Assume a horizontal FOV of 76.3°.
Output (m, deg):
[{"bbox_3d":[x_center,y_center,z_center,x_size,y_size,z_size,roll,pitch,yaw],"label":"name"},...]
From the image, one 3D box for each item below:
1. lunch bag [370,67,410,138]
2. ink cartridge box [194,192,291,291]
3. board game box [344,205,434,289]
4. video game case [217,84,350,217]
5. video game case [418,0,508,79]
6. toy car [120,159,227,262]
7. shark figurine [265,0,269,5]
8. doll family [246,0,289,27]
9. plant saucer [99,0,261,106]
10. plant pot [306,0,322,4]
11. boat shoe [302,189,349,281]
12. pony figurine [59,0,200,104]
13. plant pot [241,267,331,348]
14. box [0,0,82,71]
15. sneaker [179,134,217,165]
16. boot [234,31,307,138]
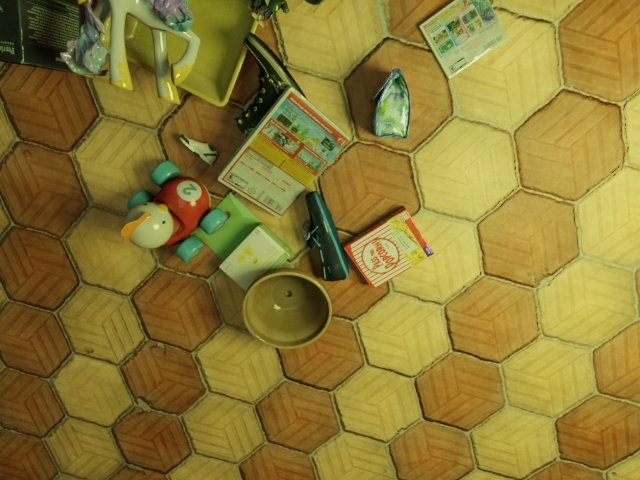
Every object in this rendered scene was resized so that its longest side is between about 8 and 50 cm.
[{"bbox_3d":[0.166,-0.319,0.959,0.096,0.129,0.151,5,107,2],"label":"lunch bag"},{"bbox_3d":[-0.220,0.011,1.123,0.235,0.056,0.171,43,105,-10],"label":"ink cartridge box"},{"bbox_3d":[0.183,0.022,1.098,0.193,0.045,0.147,-33,101,13],"label":"board game box"},{"bbox_3d":[-0.090,-0.207,1.014,0.204,0.025,0.285,32,111,-33],"label":"video game case"},{"bbox_3d":[0.335,-0.487,0.956,0.157,0.019,0.143,-32,101,13],"label":"video game case"},{"bbox_3d":[-0.395,-0.058,1.009,0.219,0.238,0.210,44,104,-2],"label":"toy car"},{"bbox_3d":[-0.142,-0.619,0.778,0.166,0.116,0.278,-36,87,16],"label":"shark figurine"},{"bbox_3d":[-0.129,-0.553,0.863,0.111,0.076,0.193,-39,97,18],"label":"doll family"},{"bbox_3d":[-0.304,-0.539,0.959,0.332,0.081,0.333,26,105,-3],"label":"plant saucer"},{"bbox_3d":[0.030,-0.670,0.800,0.235,0.293,0.293,-31,102,-5],"label":"plant pot"},{"bbox_3d":[0.000,0.000,1.076,0.089,0.109,0.258,-16,102,12],"label":"boat shoe"},{"bbox_3d":[-0.389,-0.497,0.813,0.350,0.302,0.364,7,107,-37],"label":"pony figurine"},{"bbox_3d":[-0.091,0.169,1.120,0.237,0.110,0.238,-1,113,-3],"label":"plant pot"},{"bbox_3d":[-0.740,-0.569,0.912,0.343,0.179,0.313,12,108,10],"label":"box"},{"bbox_3d":[-0.319,-0.245,1.070,0.109,0.040,0.044,37,89,-10],"label":"sneaker"},{"bbox_3d":[-0.146,-0.343,0.973,0.178,0.085,0.236,-33,126,15],"label":"boot"}]
